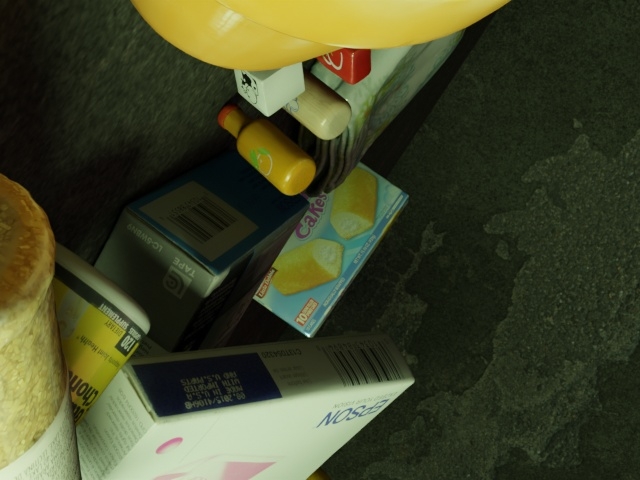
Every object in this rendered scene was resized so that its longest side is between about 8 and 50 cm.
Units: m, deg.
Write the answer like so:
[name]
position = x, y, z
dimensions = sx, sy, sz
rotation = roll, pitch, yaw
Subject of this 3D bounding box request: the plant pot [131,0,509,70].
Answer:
[plant pot]
position = -0.008, -0.161, 0.432
dimensions = 0.205, 0.205, 0.188
rotation = -53, -171, -21

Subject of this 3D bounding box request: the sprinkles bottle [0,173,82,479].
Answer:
[sprinkles bottle]
position = -0.178, 0.130, 0.524
dimensions = 0.121, 0.121, 0.355
rotation = -50, 156, -42

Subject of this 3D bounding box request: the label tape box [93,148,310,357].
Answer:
[label tape box]
position = -0.164, 0.094, 1.000
dimensions = 0.334, 0.106, 0.240
rotation = -58, 174, 24

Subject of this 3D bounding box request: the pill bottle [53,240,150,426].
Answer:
[pill bottle]
position = -0.203, 0.095, 0.676
dimensions = 0.184, 0.103, 0.103
rotation = -54, 175, -13

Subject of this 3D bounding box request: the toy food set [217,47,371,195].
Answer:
[toy food set]
position = -0.034, -0.154, 0.842
dimensions = 0.111, 0.104, 0.232
rotation = -39, 151, -19

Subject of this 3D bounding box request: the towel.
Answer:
[towel]
position = 0.099, -0.243, 1.313
dimensions = 0.374, 0.090, 0.320
rotation = -54, 175, -15

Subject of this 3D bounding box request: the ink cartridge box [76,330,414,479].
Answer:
[ink cartridge box]
position = -0.121, 0.208, 0.905
dimensions = 0.324, 0.071, 0.330
rotation = -1, 139, -52

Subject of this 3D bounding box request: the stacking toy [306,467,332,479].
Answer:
[stacking toy]
position = -0.087, 0.381, 1.422
dimensions = 0.351, 0.480, 0.350
rotation = -54, 174, -8

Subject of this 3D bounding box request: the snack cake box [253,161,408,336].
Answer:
[snack cake box]
position = 0.000, 0.000, 1.603
dimensions = 0.264, 0.152, 0.089
rotation = -55, 174, -2
